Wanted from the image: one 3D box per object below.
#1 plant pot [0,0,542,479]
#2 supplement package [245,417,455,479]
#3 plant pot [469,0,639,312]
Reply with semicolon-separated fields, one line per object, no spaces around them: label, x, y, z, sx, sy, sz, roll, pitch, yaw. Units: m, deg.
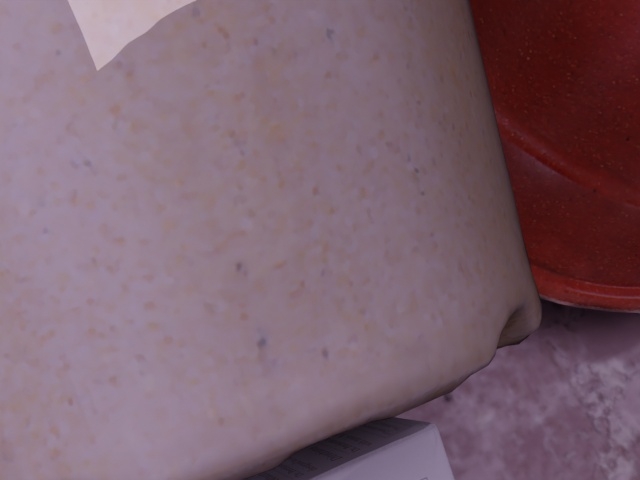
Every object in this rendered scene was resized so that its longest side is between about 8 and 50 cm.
plant pot;-0.080;-0.073;0.466;0.333;0.334;0.306;-19;89;-22
supplement package;-0.070;0.165;0.470;0.244;0.134;0.139;-20;94;-22
plant pot;0.165;-0.149;0.588;0.272;0.265;0.272;12;56;-19
